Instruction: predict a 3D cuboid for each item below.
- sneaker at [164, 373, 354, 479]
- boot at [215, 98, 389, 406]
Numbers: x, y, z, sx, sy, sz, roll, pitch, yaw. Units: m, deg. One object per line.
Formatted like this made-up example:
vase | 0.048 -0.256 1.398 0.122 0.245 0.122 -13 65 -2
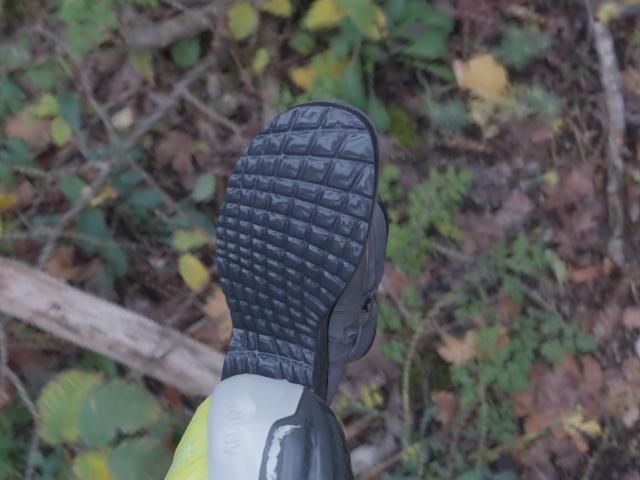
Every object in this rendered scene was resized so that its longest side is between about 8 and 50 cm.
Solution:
sneaker | -0.083 0.223 0.499 0.147 0.145 0.384 16 95 1
boot | 0.000 0.000 1.299 0.118 0.338 0.222 21 33 10
